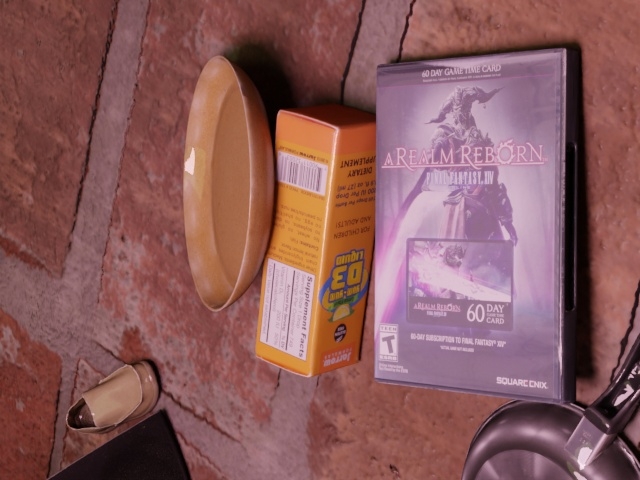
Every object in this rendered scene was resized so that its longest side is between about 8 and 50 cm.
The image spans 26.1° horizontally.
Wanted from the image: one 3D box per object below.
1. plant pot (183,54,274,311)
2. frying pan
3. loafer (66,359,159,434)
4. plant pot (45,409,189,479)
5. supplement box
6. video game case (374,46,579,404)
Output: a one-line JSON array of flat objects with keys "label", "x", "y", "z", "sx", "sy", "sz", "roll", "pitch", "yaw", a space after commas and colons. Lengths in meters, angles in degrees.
[{"label": "plant pot", "x": -0.085, "y": -0.052, "z": 1.279, "sx": 0.236, "sy": 0.032, "sz": 0.236, "roll": 180, "pitch": 90, "yaw": -70}, {"label": "frying pan", "x": 0.221, "y": 0.192, "z": 1.084, "sx": 0.326, "sy": 0.053, "sz": 0.197, "roll": -45, "pitch": 68, "yaw": 43}, {"label": "loafer", "x": -0.228, "y": 0.178, "z": 1.505, "sx": 0.148, "sy": 0.050, "sz": 0.056, "roll": -42, "pitch": 70, "yaw": 40}, {"label": "plant pot", "x": -0.231, "y": 0.317, "z": 1.458, "sx": 0.187, "sy": 0.188, "sz": 0.167, "roll": -37, "pitch": 86, "yaw": 41}, {"label": "supplement box", "x": 0.000, "y": 0.000, "z": 1.234, "sx": 0.080, "sy": 0.078, "sz": 0.233, "roll": 22, "pitch": 113, "yaw": 37}, {"label": "video game case", "x": 0.123, "y": -0.013, "z": 1.126, "sx": 0.196, "sy": 0.026, "sz": 0.274, "roll": 2, "pitch": 93, "yaw": 44}]
